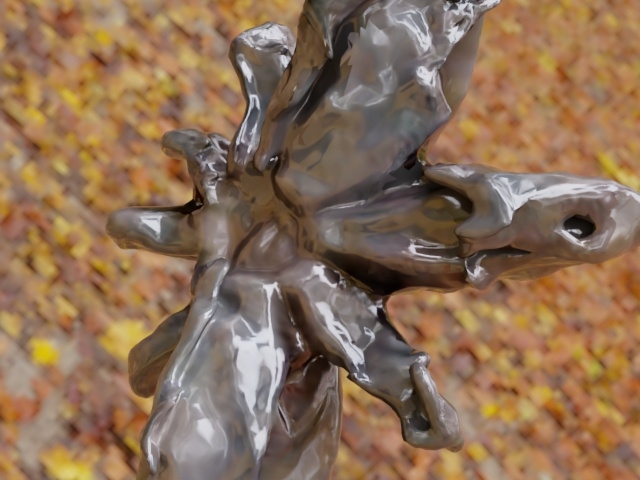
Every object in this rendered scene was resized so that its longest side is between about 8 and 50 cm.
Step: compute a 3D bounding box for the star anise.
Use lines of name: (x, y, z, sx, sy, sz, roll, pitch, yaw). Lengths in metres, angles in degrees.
star anise: (0.003, -0.004, 0.756, 0.198, 0.257, 0.110, 55, 16, 24)
